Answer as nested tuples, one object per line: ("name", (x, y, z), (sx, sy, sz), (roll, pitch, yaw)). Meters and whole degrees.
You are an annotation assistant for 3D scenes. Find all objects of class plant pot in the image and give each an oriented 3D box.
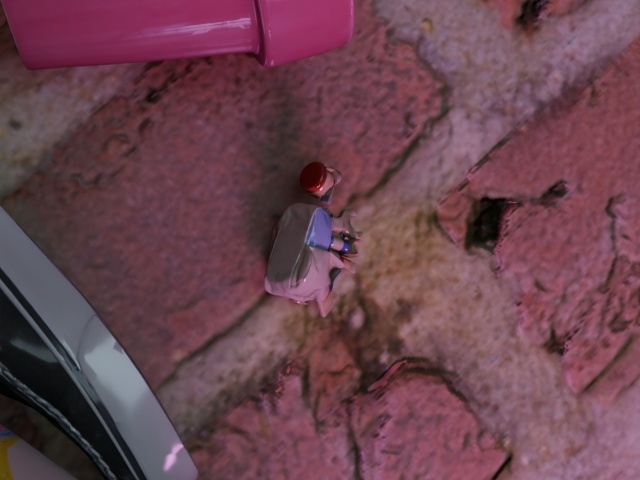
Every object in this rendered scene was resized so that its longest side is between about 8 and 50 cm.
("plant pot", (-0.095, -0.180, 0.970), (0.180, 0.201, 0.201), (-17, 87, -5))

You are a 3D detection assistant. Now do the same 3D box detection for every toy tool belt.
("toy tool belt", (0.000, 0.000, 1.044), (0.051, 0.052, 0.083), (28, 74, -46))

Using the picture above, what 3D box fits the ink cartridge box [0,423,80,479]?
("ink cartridge box", (-0.201, 0.200, 0.862), (0.353, 0.119, 0.207), (37, 99, -10))

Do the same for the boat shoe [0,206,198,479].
("boat shoe", (-0.194, 0.036, 0.934), (0.105, 0.113, 0.306), (-41, 93, -14))
